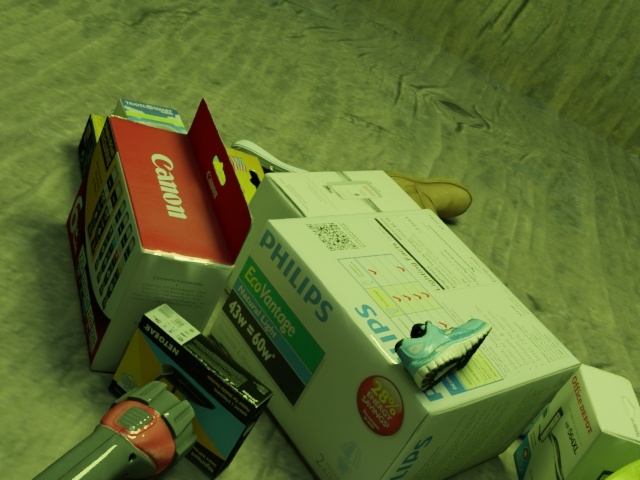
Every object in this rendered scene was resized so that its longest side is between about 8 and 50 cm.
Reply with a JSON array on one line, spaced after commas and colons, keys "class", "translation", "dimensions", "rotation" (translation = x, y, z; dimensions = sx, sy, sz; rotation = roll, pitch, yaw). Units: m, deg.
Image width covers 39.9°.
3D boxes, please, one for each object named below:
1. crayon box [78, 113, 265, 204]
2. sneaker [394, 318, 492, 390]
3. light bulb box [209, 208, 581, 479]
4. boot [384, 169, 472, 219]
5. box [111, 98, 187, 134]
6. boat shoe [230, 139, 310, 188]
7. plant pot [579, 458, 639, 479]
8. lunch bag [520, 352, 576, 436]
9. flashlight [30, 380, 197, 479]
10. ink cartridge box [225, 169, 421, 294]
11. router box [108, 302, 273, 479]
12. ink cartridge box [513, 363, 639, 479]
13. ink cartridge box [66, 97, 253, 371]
[{"class": "crayon box", "translation": [-0.237, -0.096, 1.492], "dimensions": [0.319, 0.081, 0.202], "rotation": [12, 33, -28]}, {"class": "sneaker", "translation": [0.147, 0.118, 1.060], "dimensions": [0.073, 0.063, 0.162], "rotation": [43, 32, 22]}, {"class": "light bulb box", "translation": [0.104, 0.151, 1.259], "dimensions": [0.361, 0.225, 0.358], "rotation": [-5, 45, -45]}, {"class": "boot", "translation": [0.238, -0.028, 1.815], "dimensions": [0.236, 0.089, 0.269], "rotation": [7, 35, -17]}, {"class": "box", "translation": [-0.274, -0.174, 1.457], "dimensions": [0.109, 0.042, 0.178], "rotation": [8, 36, -34]}, {"class": "boat shoe", "translation": [-0.082, -0.108, 1.664], "dimensions": [0.229, 0.080, 0.076], "rotation": [33, 46, 0]}, {"class": "plant pot", "translation": [0.376, 0.422, 1.087], "dimensions": [0.207, 0.228, 0.227], "rotation": [0, 40, -30]}, {"class": "lunch bag", "translation": [0.324, 0.238, 1.413], "dimensions": [0.129, 0.151, 0.096], "rotation": [15, 0, -22]}, {"class": "flashlight", "translation": [-0.251, 0.258, 0.916], "dimensions": [0.304, 0.103, 0.103], "rotation": [-38, 105, -55]}, {"class": "ink cartridge box", "translation": [0.000, 0.000, 1.424], "dimensions": [0.283, 0.207, 0.117], "rotation": [-6, 46, -47]}, {"class": "router box", "translation": [-0.160, 0.183, 1.068], "dimensions": [0.179, 0.133, 0.046], "rotation": [37, 29, 14]}, {"class": "ink cartridge box", "translation": [0.375, 0.303, 1.278], "dimensions": [0.086, 0.203, 0.148], "rotation": [19, 30, -9]}, {"class": "ink cartridge box", "translation": [-0.229, -0.023, 1.189], "dimensions": [0.130, 0.271, 0.309], "rotation": [11, 33, -31]}]
